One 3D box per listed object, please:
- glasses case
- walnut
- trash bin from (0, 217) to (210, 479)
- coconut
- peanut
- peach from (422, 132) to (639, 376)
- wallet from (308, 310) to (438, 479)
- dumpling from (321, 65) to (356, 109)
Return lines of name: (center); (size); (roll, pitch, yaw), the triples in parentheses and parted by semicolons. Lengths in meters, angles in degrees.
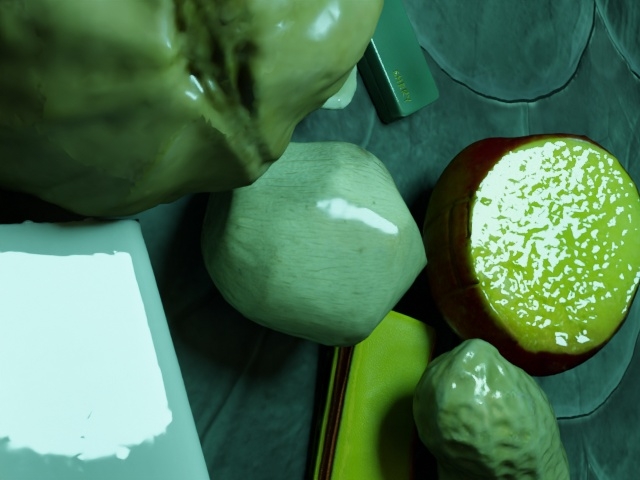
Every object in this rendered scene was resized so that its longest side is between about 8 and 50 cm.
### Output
glasses case: (0.075, -0.239, 1.009); (0.078, 0.039, 0.184); (-32, 103, -37)
walnut: (-0.149, -0.197, 0.619); (0.384, 0.384, 0.383); (7, 78, -37)
trash bin: (-0.191, 0.178, 0.620); (0.296, 0.256, 0.367); (-4, 77, -37)
coconut: (0.000, 0.000, 0.813); (0.224, 0.224, 0.224); (7, 78, -37)
peanut: (0.184, 0.221, 0.907); (0.152, 0.152, 0.313); (-59, 145, -28)
peach: (0.240, 0.027, 0.969); (0.245, 0.249, 0.274); (67, 31, -61)
wallet: (0.055, 0.196, 0.913); (0.141, 0.067, 0.241); (19, 76, -39)
dumpling: (-0.046, -0.230, 0.857); (0.166, 0.126, 0.215); (-31, 118, -44)
